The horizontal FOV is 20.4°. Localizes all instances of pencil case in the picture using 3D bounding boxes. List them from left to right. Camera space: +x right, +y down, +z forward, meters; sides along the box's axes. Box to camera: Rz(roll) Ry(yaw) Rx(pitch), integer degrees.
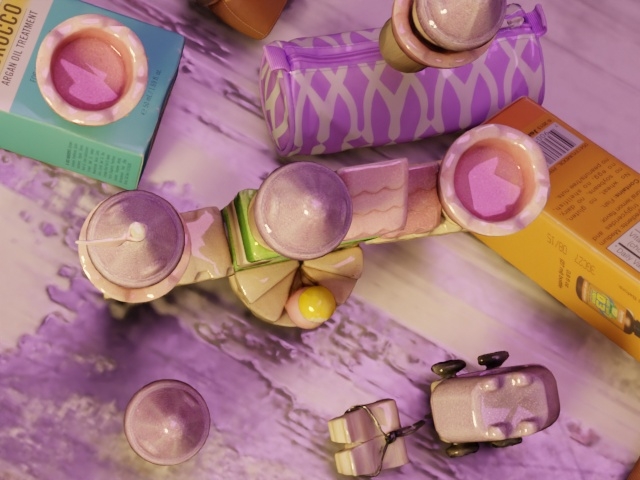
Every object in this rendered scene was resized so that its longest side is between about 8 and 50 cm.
[{"bbox_3d":[0.059,-0.113,1.233,0.206,0.088,0.086,-13,64,-15],"label":"pencil case"}]

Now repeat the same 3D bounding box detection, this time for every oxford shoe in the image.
[{"bbox_3d":[-0.024,-0.231,1.288,0.076,0.076,0.212,42,60,-26],"label":"oxford shoe"}]

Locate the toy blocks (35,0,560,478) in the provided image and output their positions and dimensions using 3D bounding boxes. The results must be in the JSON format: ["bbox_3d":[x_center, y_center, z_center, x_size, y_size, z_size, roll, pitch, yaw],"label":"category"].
[{"bbox_3d":[0.000,0.000,1.037,0.289,0.260,0.308,-11,89,-10],"label":"toy blocks"}]

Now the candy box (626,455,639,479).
[{"bbox_3d":[0.285,0.110,1.171,0.053,0.109,0.186,46,64,-20],"label":"candy box"}]

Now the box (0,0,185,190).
[{"bbox_3d":[-0.222,-0.124,1.196,0.244,0.060,0.100,18,65,-4],"label":"box"}]

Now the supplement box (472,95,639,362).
[{"bbox_3d":[0.192,0.004,1.175,0.080,0.078,0.233,-34,56,-22],"label":"supplement box"}]
